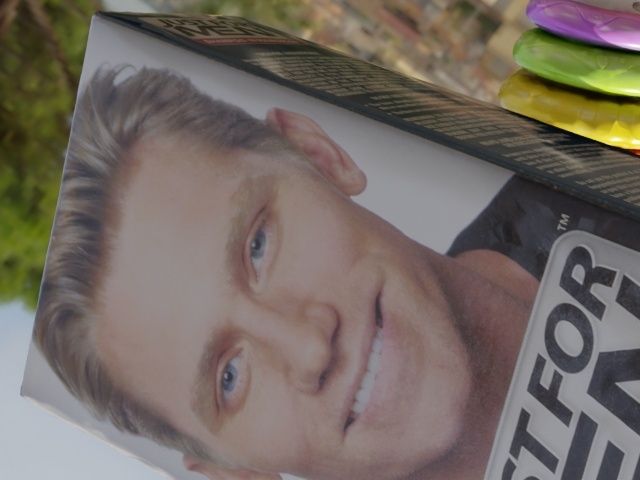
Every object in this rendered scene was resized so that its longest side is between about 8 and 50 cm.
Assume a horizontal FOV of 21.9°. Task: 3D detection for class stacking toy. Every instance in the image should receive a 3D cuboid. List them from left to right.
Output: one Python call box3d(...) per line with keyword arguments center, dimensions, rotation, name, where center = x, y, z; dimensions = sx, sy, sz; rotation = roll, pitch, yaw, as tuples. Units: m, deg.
box3d(center=(0.189, -0.116, 1.125), dimensions=(0.165, 0.302, 0.175), rotation=(11, -163, 4), name="stacking toy")

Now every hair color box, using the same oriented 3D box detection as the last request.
box3d(center=(0.054, 0.042, 0.625), dimensions=(0.347, 0.174, 0.105), rotation=(23, -162, 31), name="hair color box")
